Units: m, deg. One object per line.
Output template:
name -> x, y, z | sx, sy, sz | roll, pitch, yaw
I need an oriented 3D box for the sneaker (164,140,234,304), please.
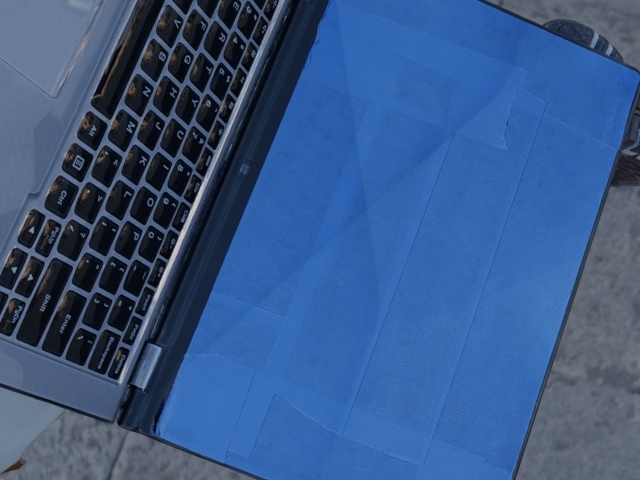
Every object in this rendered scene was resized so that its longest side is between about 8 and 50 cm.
sneaker -> -0.080, 0.029, 0.835 | 0.086, 0.226, 0.163 | -21, 71, -30

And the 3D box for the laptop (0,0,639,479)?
laptop -> 0.002, -0.050, 0.576 | 0.236, 0.408, 0.381 | 14, 75, 28

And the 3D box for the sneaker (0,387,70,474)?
sneaker -> -0.244, 0.074, 0.798 | 0.123, 0.290, 0.106 | 3, 32, -50

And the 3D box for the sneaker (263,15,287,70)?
sneaker -> -0.148, -0.336, 1.548 | 0.331, 0.146, 0.122 | 8, 95, -3

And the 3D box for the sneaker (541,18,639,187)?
sneaker -> 0.298, -0.133, 1.130 | 0.281, 0.163, 0.106 | 35, 64, -25
